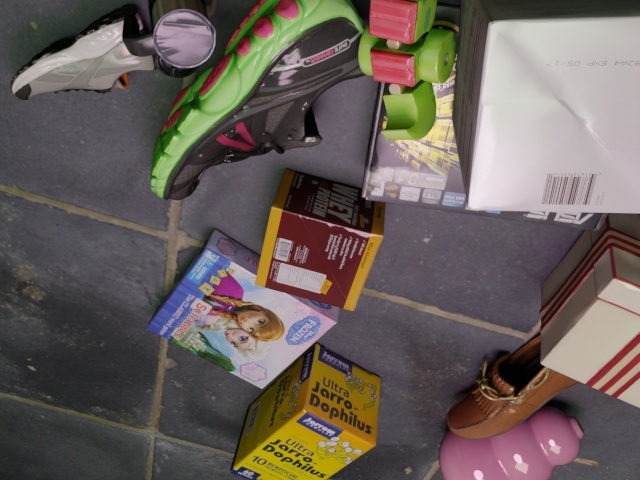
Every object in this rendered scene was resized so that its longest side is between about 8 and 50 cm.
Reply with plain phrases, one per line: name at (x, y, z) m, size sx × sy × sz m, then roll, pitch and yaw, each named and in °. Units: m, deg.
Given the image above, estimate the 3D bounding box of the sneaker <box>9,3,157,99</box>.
sneaker at (-0.387, -0.275, 0.881) m, size 0.272 × 0.100 × 0.108 m, roll -14°, pitch 129°, yaw 20°

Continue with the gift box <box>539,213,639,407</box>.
gift box at (0.555, 0.103, 0.918) m, size 0.277 × 0.255 × 0.258 m, roll 19°, pitch 131°, yaw 2°

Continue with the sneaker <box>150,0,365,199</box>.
sneaker at (-0.110, -0.182, 0.849) m, size 0.202 × 0.185 × 0.483 m, roll 32°, pitch 137°, yaw -29°

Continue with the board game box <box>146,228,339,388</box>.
board game box at (-0.177, 0.169, 1.210) m, size 0.318 × 0.065 × 0.318 m, roll 31°, pitch 126°, yaw -15°

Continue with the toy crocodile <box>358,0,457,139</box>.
toy crocodile at (0.098, -0.281, 0.640) m, size 0.115 × 0.105 × 0.340 m, roll 17°, pitch 134°, yaw 26°

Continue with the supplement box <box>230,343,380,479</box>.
supplement box at (-0.039, 0.450, 1.325) m, size 0.194 × 0.195 × 0.356 m, roll 31°, pitch 126°, yaw -14°

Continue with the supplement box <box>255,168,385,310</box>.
supplement box at (0.000, 0.000, 1.007) m, size 0.194 × 0.129 × 0.191 m, roll 15°, pitch 128°, yaw -2°

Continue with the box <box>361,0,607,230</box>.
box at (0.278, -0.190, 0.828) m, size 0.396 × 0.097 × 0.318 m, roll 9°, pitch 128°, yaw 1°

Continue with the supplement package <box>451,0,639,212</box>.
supplement package at (0.264, -0.180, 0.616) m, size 0.200 × 0.262 × 0.197 m, roll 2°, pitch 124°, yaw 8°

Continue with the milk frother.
milk frother at (-0.205, -0.291, 0.803) m, size 0.129 × 0.134 × 0.143 m, roll -29°, pitch 137°, yaw 11°

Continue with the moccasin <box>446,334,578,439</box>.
moccasin at (0.413, 0.304, 1.168) m, size 0.147 × 0.139 × 0.380 m, roll 35°, pitch 125°, yaw -16°

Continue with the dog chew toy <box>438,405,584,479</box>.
dog chew toy at (0.452, 0.497, 1.284) m, size 0.332 × 0.206 × 0.206 m, roll -30°, pitch 118°, yaw 20°
